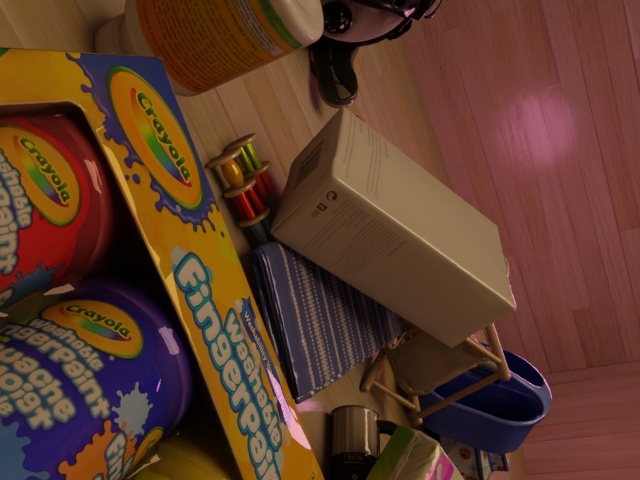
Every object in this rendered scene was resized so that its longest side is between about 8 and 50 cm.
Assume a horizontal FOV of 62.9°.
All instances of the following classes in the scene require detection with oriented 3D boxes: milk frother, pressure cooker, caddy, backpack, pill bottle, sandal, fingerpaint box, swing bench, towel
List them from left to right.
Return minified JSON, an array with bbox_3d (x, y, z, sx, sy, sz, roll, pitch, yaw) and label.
[{"bbox_3d":[-0.186,0.112,0.353,0.445,0.163,0.371,71,23,-9],"label":"fingerpaint box"},{"bbox_3d":[-0.132,-0.249,0.600,0.136,0.245,0.137,47,35,-48],"label":"pill bottle"},{"bbox_3d":[0.023,0.100,0.888,0.335,0.040,0.244,-15,92,-53],"label":"towel"},{"bbox_3d":[0.036,-0.425,1.310,0.086,0.120,0.303,91,3,-55],"label":"sandal"},{"bbox_3d":[0.089,-0.666,1.222,0.421,0.369,0.376,-79,149,-45],"label":"pressure cooker"},{"bbox_3d":[0.069,0.374,0.889,0.143,0.129,0.135,115,-15,-49],"label":"milk frother"},{"bbox_3d":[0.237,0.201,1.102,0.165,0.253,0.255,35,38,-16],"label":"swing bench"},{"bbox_3d":[0.405,0.532,1.414,0.263,0.213,0.277,-53,126,-52],"label":"backpack"},{"bbox_3d":[0.380,0.357,1.284,0.241,0.340,0.179,-55,157,-54],"label":"caddy"}]

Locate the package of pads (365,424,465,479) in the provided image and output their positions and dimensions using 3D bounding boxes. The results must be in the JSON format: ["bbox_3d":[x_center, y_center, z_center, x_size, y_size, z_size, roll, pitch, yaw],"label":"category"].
[{"bbox_3d":[0.121,0.461,0.751,0.296,0.101,0.229,-48,118,-28],"label":"package of pads"}]

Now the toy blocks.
[{"bbox_3d":[-0.102,-0.077,0.808,0.148,0.054,0.123,65,25,-22],"label":"toy blocks"}]

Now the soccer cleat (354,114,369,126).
[{"bbox_3d":[0.095,-0.207,1.320,0.095,0.082,0.248,4,75,-61],"label":"soccer cleat"}]

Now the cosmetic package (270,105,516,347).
[{"bbox_3d":[0.130,-0.016,0.872,0.384,0.156,0.217,35,37,-19],"label":"cosmetic package"}]

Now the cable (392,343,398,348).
[{"bbox_3d":[0.201,0.243,1.312,0.185,0.047,0.151,64,25,-26],"label":"cable"}]
